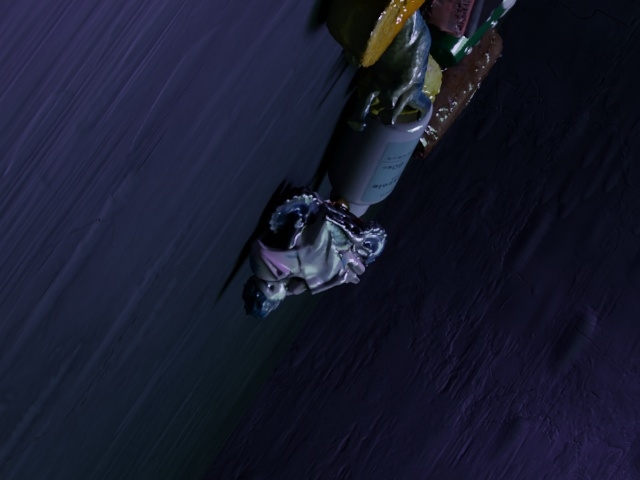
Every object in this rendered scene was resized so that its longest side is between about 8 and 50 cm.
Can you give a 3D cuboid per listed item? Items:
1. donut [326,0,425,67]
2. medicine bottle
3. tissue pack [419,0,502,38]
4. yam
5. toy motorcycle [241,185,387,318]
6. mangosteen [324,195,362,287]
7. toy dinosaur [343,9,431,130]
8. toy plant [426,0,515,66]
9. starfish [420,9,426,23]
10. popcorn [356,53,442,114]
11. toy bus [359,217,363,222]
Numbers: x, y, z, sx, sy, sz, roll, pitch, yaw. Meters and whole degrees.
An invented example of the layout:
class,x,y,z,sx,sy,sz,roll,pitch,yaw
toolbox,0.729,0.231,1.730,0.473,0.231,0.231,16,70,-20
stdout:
class,x,y,z,sx,sy,sz,roll,pitch,yaw
donut,0.072,-0.268,1.369,0.190,0.074,0.174,-53,176,-2
medicine bottle,0.070,-0.117,2.074,0.110,0.110,0.352,-54,174,-31
tissue pack,0.224,-0.417,1.683,0.245,0.123,0.332,-50,170,-17
yam,0.214,-0.275,2.453,0.280,0.131,0.131,-55,175,-19
toy motorcycle,-0.029,0.030,1.898,0.204,0.239,0.108,-51,-143,11
mangosteen,0.000,0.000,2.048,0.152,0.152,0.152,-57,175,-7
toy dinosaur,0.094,-0.222,1.669,0.147,0.076,0.363,-51,157,-25
toy plant,0.239,-0.379,2.062,0.243,0.112,0.232,-54,174,-35
starfish,0.134,-0.292,2.006,0.130,0.041,0.133,-57,176,-17
popcorn,0.105,-0.224,1.866,0.116,0.120,0.106,-116,-164,-68
toy bus,0.023,-0.003,2.465,0.081,0.089,0.195,-56,174,-11
